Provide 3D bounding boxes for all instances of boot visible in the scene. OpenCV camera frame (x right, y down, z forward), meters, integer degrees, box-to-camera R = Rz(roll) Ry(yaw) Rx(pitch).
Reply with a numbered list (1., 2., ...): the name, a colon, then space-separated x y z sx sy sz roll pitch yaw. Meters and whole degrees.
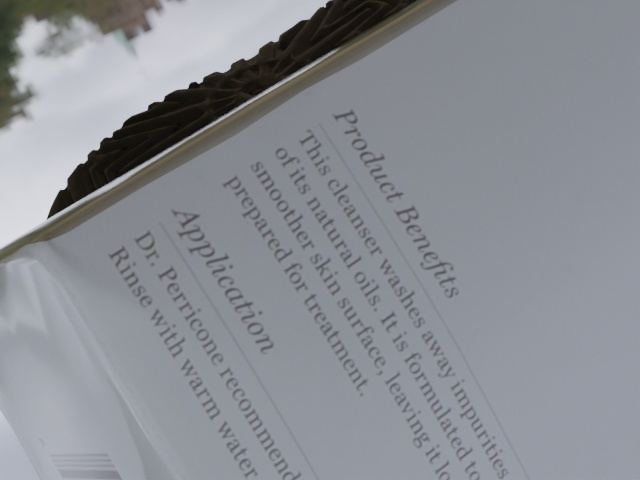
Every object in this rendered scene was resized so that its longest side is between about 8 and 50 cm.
1. boot: 0.003 0.001 1.088 0.348 0.260 0.131 -34 -144 -18

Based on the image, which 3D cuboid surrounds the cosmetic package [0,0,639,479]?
1. cosmetic package: 0.096 0.002 0.531 0.385 0.217 0.156 -31 -174 -25
